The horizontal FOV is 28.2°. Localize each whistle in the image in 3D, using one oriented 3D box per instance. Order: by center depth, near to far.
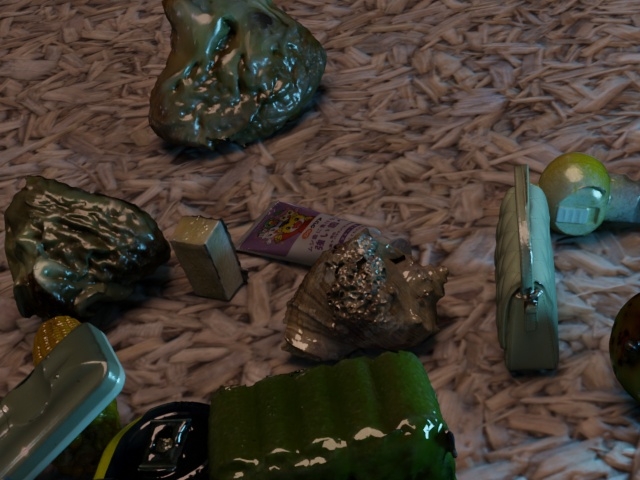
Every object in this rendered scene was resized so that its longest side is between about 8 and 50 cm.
[{"bbox_3d":[0.399,-0.068,1.804,0.223,0.123,0.123,4,35,0],"label":"whistle"}]

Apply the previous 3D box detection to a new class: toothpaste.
[{"bbox_3d":[0.000,0.000,1.877,0.299,0.073,0.114,14,56,42],"label":"toothpaste"}]

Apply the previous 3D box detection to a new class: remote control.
[{"bbox_3d":[-0.376,0.242,1.528,0.335,0.065,0.128,-45,36,2],"label":"remote control"}]

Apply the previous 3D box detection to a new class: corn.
[{"bbox_3d":[-0.323,0.190,1.674,0.102,0.102,0.313,-18,34,-7],"label":"corn"}]

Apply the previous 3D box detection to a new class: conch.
[{"bbox_3d":[0.050,0.075,1.689,0.245,0.163,0.178,-27,31,9],"label":"conch"}]

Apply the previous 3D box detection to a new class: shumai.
[{"bbox_3d":[-0.361,0.036,1.873,0.256,0.189,0.218,14,57,13],"label":"shumai"},{"bbox_3d":[-0.157,-0.335,2.215,0.346,0.283,0.217,-21,33,-16],"label":"shumai"}]

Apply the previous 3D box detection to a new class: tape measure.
[{"bbox_3d":[-0.177,0.273,1.499,0.199,0.112,0.186,-4,33,11],"label":"tape measure"}]

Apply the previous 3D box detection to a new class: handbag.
[{"bbox_3d":[0.258,0.020,1.621,0.079,0.219,0.256,-4,34,9],"label":"handbag"}]

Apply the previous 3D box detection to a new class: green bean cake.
[{"bbox_3d":[0.018,0.260,1.323,0.247,0.250,0.156,-12,33,0],"label":"green bean cake"}]

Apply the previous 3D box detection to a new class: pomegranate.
[{"bbox_3d":[0.435,0.116,1.490,0.220,0.156,0.156,-26,36,-23],"label":"pomegranate"}]

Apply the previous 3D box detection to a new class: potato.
[{"bbox_3d":[-0.160,0.027,1.840,0.086,0.122,0.061,8,44,34],"label":"potato"}]
